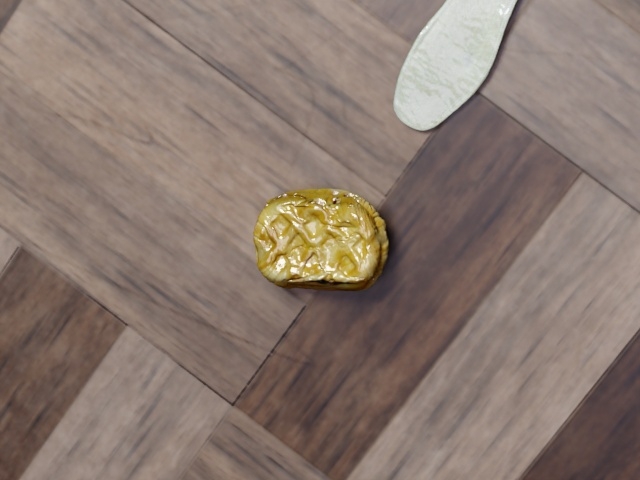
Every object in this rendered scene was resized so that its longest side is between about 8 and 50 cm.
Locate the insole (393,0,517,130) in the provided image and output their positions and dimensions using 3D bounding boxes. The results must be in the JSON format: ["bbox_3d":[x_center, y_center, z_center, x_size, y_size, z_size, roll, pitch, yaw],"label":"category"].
[{"bbox_3d":[0.116,-0.168,1.500,0.063,0.010,0.192,30,107,5],"label":"insole"}]

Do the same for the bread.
[{"bbox_3d":[0.000,0.000,1.546,0.110,0.044,0.083,1,101,15],"label":"bread"}]
